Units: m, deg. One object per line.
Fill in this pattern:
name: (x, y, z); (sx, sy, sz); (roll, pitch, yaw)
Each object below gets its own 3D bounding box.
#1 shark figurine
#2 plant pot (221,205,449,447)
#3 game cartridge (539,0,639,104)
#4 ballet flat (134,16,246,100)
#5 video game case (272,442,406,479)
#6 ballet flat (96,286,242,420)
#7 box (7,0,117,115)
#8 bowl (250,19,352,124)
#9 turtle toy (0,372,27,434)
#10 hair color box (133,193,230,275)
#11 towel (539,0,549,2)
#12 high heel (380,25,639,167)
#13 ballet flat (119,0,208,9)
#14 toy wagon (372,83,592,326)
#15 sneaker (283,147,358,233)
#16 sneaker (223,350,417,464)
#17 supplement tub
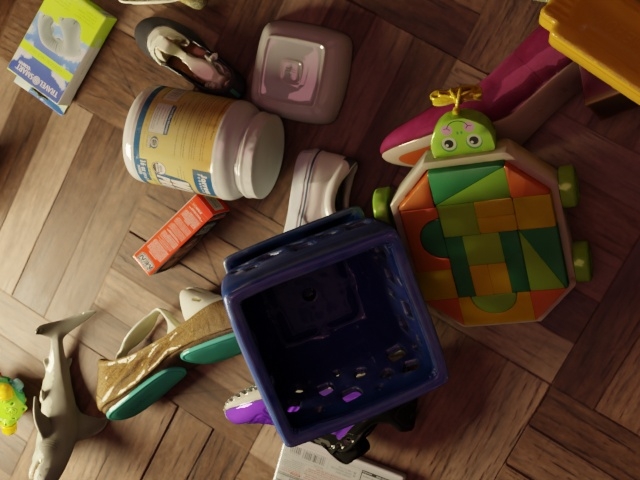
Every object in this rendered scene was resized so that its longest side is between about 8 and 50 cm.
shark figurine: (-0.390, 0.253, 1.815); (0.116, 0.166, 0.278); (4, 78, -7)
plant pot: (0.005, 0.095, 1.522); (0.236, 0.212, 0.236); (-22, 110, -5)
game cartridge: (0.468, -0.307, 1.419); (0.285, 0.052, 0.323); (36, 81, 12)
ballet flat: (-0.197, -0.271, 1.695); (0.203, 0.074, 0.074); (36, 105, 12)
video game case: (0.016, 0.393, 1.716); (0.190, 0.022, 0.173); (18, 100, 15)
ballet flat: (-0.207, 0.147, 1.733); (0.342, 0.116, 0.124); (-31, 66, 22)
box: (-0.401, -0.293, 1.776); (0.109, 0.042, 0.178); (36, 104, 12)
bowl: (-0.033, -0.240, 1.653); (0.142, 0.053, 0.142); (14, 100, 15)
turtle toy: (-0.522, 0.248, 1.856); (0.130, 0.066, 0.095); (16, 124, 19)
hair color box: (-0.206, -0.011, 1.723); (0.141, 0.072, 0.043); (-42, 83, 19)
towel: (0.278, -0.377, 1.549); (0.148, 0.027, 0.110); (14, 100, 16)
high heel: (0.248, -0.217, 1.554); (0.377, 0.127, 0.181); (-14, 66, 22)
ballet flat: (-0.309, -0.412, 1.702); (0.349, 0.123, 0.123); (16, 100, 16)
toy wagon: (0.204, -0.037, 1.519); (0.267, 0.068, 0.344); (-6, 122, 19)
sneaker: (0.000, 0.000, 1.643); (0.091, 0.094, 0.258); (8, 97, 22)
sneaker: (0.003, 0.255, 1.664); (0.293, 0.102, 0.146); (-14, 91, 19)
supplement tub: (-0.166, -0.138, 1.658); (0.200, 0.144, 0.144); (12, 99, 17)
